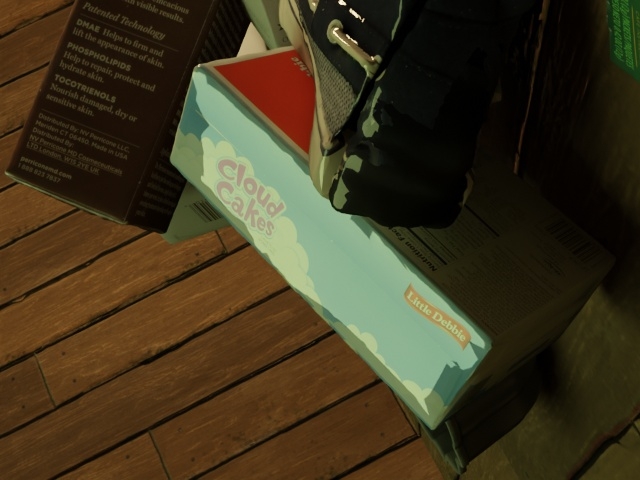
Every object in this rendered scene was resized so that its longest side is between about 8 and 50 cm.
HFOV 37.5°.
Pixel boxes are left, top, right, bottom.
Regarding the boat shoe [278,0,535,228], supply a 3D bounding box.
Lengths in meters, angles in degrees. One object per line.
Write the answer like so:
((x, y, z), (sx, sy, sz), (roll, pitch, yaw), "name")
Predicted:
((0.053, -0.164, 0.592), (0.340, 0.127, 0.158), (-100, 24, -51), "boat shoe")

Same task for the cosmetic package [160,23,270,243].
((-0.152, -0.215, 1.207), (0.156, 0.217, 0.384), (55, -162, -66), "cosmetic package")

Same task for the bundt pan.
((0.115, 0.064, 0.975), (0.330, 0.124, 0.331), (61, 175, 9), "bundt pan")

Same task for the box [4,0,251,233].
((-0.168, -0.208, 0.979), (0.143, 0.381, 0.191), (23, 178, 3), "box")

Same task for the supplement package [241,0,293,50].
((-0.029, -0.263, 0.834), (0.105, 0.105, 0.179), (60, 175, 40), "supplement package")

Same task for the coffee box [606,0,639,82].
((0.157, -0.065, 0.298), (0.184, 0.040, 0.113), (59, 173, 44), "coffee box")

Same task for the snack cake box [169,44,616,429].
((0.043, -0.021, 0.631), (0.264, 0.152, 0.089), (45, 134, 22), "snack cake box")
